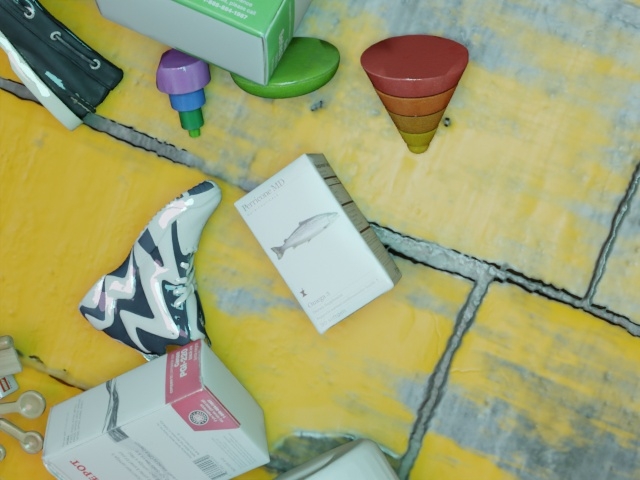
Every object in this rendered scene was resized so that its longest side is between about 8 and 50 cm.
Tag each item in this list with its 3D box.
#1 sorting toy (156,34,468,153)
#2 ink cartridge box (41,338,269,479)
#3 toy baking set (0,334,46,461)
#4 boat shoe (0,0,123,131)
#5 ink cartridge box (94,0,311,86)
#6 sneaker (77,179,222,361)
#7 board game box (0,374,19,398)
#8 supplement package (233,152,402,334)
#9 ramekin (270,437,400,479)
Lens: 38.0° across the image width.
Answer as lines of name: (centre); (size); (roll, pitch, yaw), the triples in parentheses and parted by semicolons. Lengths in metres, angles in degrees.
sorting toy: (-0.011, -0.158, 1.082); (0.366, 0.127, 0.126); (1, 126, 13)
ink cartridge box: (-0.194, 0.232, 1.108); (0.218, 0.092, 0.158); (-26, 127, 10)
toy baking set: (-0.458, 0.226, 1.164); (0.256, 0.030, 0.196); (-39, 91, 12)
boat shoe: (-0.350, -0.288, 1.062); (0.113, 0.127, 0.340); (-36, 113, -2)
ink cartridge box: (-0.088, -0.344, 0.997); (0.211, 0.121, 0.289); (25, 74, 6)
sneaker: (-0.164, 0.051, 1.120); (0.153, 0.094, 0.235); (43, 96, -2)
board game box: (-0.571, 0.170, 1.220); (0.305, 0.053, 0.193); (-23, 92, 11)
supplement package: (0.000, 0.000, 1.076); (0.105, 0.105, 0.179); (-35, 89, 12)
ramekin: (-0.020, 0.333, 1.035); (0.277, 0.277, 0.135); (-29, 82, 11)
